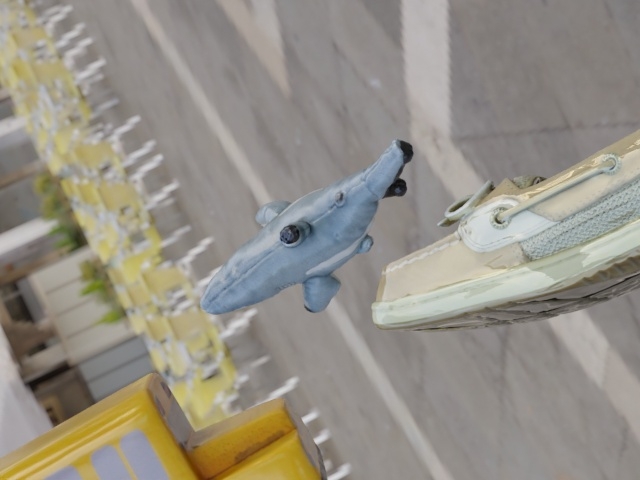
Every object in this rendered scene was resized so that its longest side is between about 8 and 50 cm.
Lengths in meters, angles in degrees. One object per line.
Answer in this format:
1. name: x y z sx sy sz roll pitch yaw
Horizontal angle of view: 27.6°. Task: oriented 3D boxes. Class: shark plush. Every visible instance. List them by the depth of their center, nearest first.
1. shark plush: 0.000 0.000 0.730 0.161 0.067 0.073 -24 84 42

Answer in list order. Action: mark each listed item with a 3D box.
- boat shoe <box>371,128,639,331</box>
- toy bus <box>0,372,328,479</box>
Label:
1. boat shoe: 0.079 -0.012 0.363 0.056 0.153 0.048 5 -114 -55
2. toy bus: -0.163 0.193 0.853 0.130 0.333 0.108 60 180 -4
